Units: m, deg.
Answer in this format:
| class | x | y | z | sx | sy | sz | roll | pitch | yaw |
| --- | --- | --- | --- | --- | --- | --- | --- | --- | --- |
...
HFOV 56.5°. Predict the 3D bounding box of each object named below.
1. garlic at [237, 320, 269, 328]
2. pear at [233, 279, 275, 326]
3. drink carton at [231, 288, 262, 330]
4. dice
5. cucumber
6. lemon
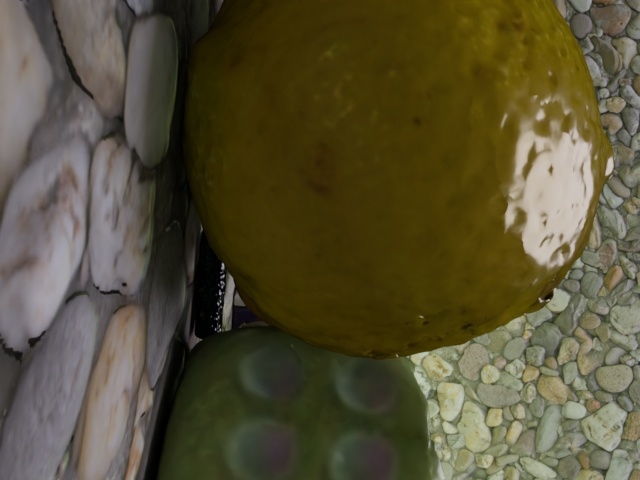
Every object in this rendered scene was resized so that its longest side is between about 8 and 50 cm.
| class | x | y | z | sx | sy | sz | roll | pitch | yaw |
| --- | --- | --- | --- | --- | --- | --- | --- | --- | --- |
| garlic | -0.054 | 0.264 | 0.902 | 0.313 | 0.250 | 0.285 | 23 | -42 | 62 |
| pear | 0.000 | 0.000 | 0.861 | 0.281 | 0.281 | 0.280 | -174 | -90 | -88 |
| drink carton | -0.099 | 0.176 | 1.142 | 0.101 | 0.134 | 0.222 | -89 | -174 | -60 |
| dice | -0.026 | 0.243 | 0.599 | 0.249 | 0.255 | 0.251 | 106 | -11 | -59 |
| cucumber | -0.113 | 0.037 | 0.619 | 0.032 | 0.032 | 0.132 | -92 | -172 | -75 |
| lemon | 0.053 | -0.088 | 0.508 | 0.350 | 0.350 | 0.387 | -99 | 164 | -81 |
